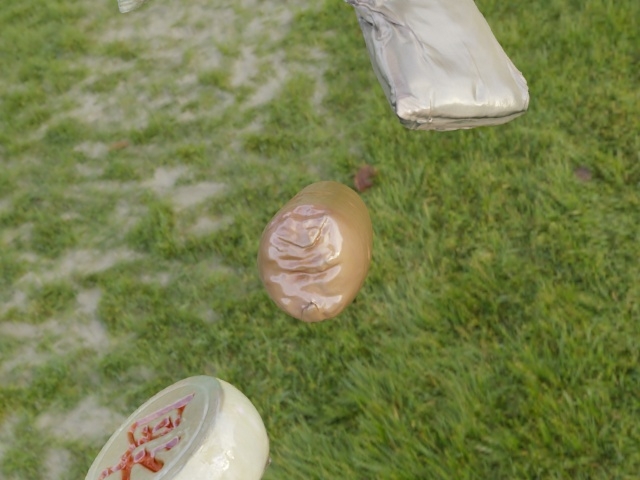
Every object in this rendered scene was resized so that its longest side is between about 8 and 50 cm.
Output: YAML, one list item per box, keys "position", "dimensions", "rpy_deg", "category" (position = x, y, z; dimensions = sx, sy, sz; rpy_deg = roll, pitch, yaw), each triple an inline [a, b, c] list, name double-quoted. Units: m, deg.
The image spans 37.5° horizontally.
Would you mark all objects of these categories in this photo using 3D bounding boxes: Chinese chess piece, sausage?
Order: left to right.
- position: [-0.090, 0.139, 0.579]
  dimensions: [0.122, 0.051, 0.122]
  rpy_deg: [-31, 23, 15]
  category: "Chinese chess piece"
- position: [0.000, 0.001, 0.760]
  dimensions: [0.086, 0.086, 0.289]
  rpy_deg: [-17, 7, 4]
  category: "sausage"

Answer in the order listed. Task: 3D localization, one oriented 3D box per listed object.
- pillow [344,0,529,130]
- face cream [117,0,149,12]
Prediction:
- position: [0.102, -0.210, 0.948]
  dimensions: [0.173, 0.067, 0.270]
  rpy_deg: [-2, 50, -26]
  category: "pillow"
- position: [-0.048, -0.322, 0.877]
  dimensions: [0.341, 0.137, 0.084]
  rpy_deg: [-24, 31, -27]
  category: "face cream"
